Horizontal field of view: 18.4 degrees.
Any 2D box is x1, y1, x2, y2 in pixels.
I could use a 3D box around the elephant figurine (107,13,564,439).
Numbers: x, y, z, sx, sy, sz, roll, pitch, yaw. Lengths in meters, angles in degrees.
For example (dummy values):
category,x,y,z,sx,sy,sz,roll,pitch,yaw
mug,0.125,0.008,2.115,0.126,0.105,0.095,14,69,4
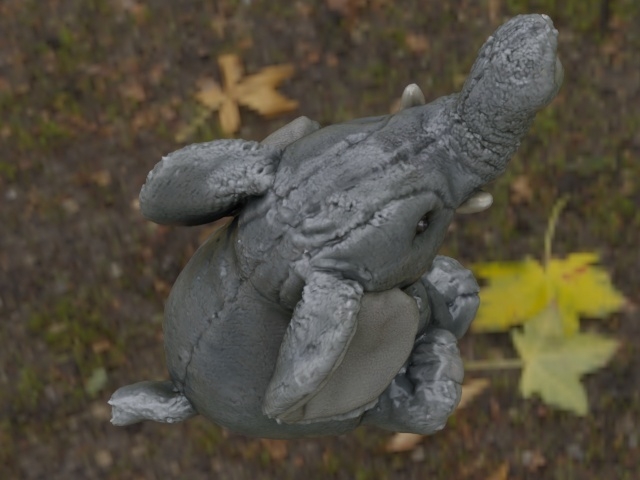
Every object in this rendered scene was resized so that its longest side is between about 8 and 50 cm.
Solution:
category,x,y,z,sx,sy,sz,roll,pitch,yaw
elephant figurine,0.000,0.000,0.916,0.169,0.239,0.186,19,72,7
